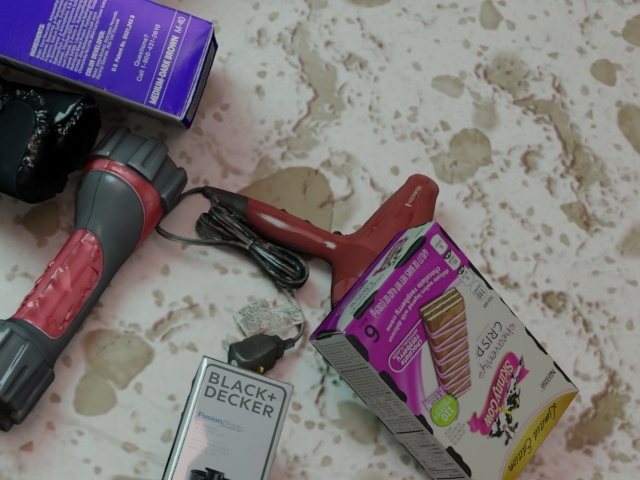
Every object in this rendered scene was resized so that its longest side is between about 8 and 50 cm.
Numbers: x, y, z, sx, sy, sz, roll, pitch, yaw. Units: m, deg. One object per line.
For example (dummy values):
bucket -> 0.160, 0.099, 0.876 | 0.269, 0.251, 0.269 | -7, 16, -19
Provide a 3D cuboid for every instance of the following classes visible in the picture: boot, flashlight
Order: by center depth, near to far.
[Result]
boot -> -0.352, -0.082, 1.388 | 0.207, 0.094, 0.246 | 21, 51, 31
flashlight -> -0.241, 0.028, 1.392 | 0.103, 0.103, 0.304 | 40, 57, -12

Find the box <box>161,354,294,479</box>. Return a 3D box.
box -> -0.113, 0.267, 1.271 | 0.087, 0.169, 0.290 | 18, 61, -4

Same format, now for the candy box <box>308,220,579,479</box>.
candy box -> 0.123, 0.121, 1.406 | 0.233, 0.071, 0.159 | 49, 62, -14

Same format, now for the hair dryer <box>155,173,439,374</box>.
hair dryer -> 0.000, 0.000, 1.480 | 0.294, 0.080, 0.223 | -18, 69, -21

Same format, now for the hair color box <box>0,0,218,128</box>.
hair color box -> -0.276, -0.217, 1.452 | 0.339, 0.185, 0.110 | 18, 90, -4
